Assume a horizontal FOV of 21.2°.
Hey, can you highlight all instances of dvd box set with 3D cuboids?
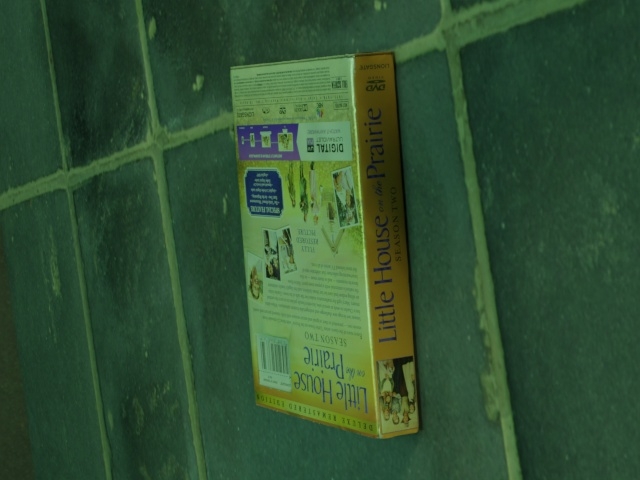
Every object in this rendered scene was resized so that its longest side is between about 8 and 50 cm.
[{"bbox_3d":[0.000,0.000,1.969,0.307,0.062,0.421,3,99,62],"label":"dvd box set"}]
